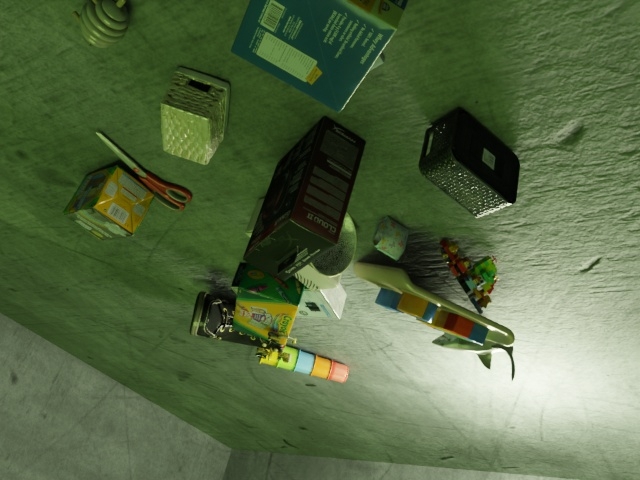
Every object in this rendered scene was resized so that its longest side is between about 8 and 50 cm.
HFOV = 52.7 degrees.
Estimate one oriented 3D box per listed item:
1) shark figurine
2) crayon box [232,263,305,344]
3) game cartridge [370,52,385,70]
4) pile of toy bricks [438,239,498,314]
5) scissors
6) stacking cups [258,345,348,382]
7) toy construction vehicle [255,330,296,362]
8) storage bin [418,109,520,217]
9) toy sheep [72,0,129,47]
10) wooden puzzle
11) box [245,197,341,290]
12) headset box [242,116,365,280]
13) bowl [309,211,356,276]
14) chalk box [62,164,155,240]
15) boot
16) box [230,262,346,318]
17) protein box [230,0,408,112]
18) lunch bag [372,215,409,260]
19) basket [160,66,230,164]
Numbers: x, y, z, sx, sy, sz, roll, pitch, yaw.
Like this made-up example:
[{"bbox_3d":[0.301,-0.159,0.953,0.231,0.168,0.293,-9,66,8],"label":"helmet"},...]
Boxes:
[{"bbox_3d":[0.450,0.298,1.720,0.166,0.116,0.278,-13,-172,-29],"label":"shark figurine"},{"bbox_3d":[-0.147,0.183,1.784,0.165,0.081,0.278,17,148,-1],"label":"crayon box"},{"bbox_3d":[0.070,-0.328,1.117,0.083,0.017,0.056,37,139,-30],"label":"game cartridge"},{"bbox_3d":[0.377,0.076,1.543,0.105,0.118,0.212,-33,121,8],"label":"pile of toy bricks"},{"bbox_3d":[-0.450,-0.163,1.608,0.297,0.021,0.109,35,146,-30],"label":"scissors"},{"bbox_3d":[-0.057,0.433,2.311,0.316,0.096,0.096,16,149,-8],"label":"stacking cups"},{"bbox_3d":[-0.121,0.292,1.784,0.098,0.086,0.035,19,141,-4],"label":"toy construction vehicle"},{"bbox_3d":[0.281,-0.141,1.208,0.180,0.122,0.084,32,145,-24],"label":"storage bin"},{"bbox_3d":[-0.388,-0.397,1.159,0.091,0.091,0.132,35,139,-27],"label":"toy sheep"},{"bbox_3d":[0.266,0.173,1.630,0.348,0.080,0.322,30,173,-17],"label":"wooden puzzle"},{"bbox_3d":[-0.055,0.010,1.613,0.094,0.113,0.275,-11,138,38],"label":"box"},{"bbox_3d":[-0.037,-0.069,1.307,0.110,0.293,0.218,29,146,-19],"label":"headset box"},{"bbox_3d":[0.000,0.000,1.534,0.080,0.170,0.170,1,147,45],"label":"bowl"},{"bbox_3d":[-0.554,-0.090,1.659,0.213,0.132,0.132,-5,144,44],"label":"chalk box"},{"bbox_3d":[-0.246,0.265,2.024,0.284,0.138,0.377,13,166,3],"label":"boot"},{"bbox_3d":[-0.090,0.146,1.862,0.290,0.087,0.169,1,145,24],"label":"box"},{"bbox_3d":[0.001,-0.344,0.990,0.201,0.136,0.200,27,145,-9],"label":"protein box"},{"bbox_3d":[0.162,-0.002,1.518,0.071,0.083,0.053,29,146,-20],"label":"lunch bag"},{"bbox_3d":[-0.256,-0.246,1.311,0.113,0.103,0.167,18,149,-1],"label":"basket"}]
